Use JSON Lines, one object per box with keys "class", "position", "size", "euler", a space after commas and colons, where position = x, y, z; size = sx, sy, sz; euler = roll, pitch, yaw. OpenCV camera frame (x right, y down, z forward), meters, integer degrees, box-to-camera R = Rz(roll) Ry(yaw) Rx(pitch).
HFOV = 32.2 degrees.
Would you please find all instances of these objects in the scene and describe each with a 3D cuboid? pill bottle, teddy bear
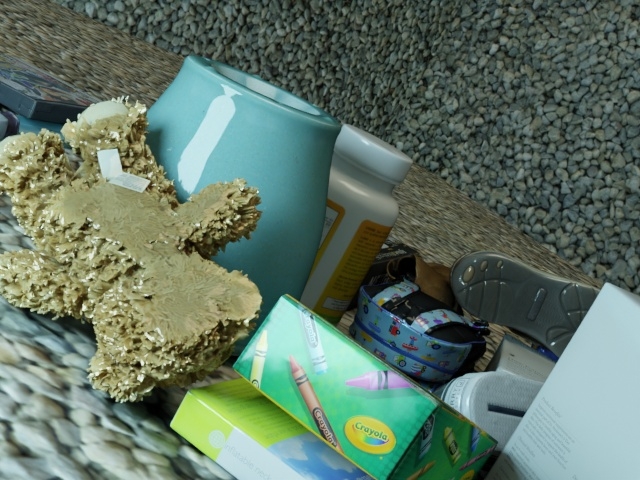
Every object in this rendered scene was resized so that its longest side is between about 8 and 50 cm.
{"class": "pill bottle", "position": [0.016, -0.018, 1.415], "size": [0.136, 0.245, 0.136], "euler": [28, 11, -6]}
{"class": "teddy bear", "position": [-0.180, 0.002, 1.011], "size": [0.338, 0.113, 0.245], "euler": [37, 55, 22]}

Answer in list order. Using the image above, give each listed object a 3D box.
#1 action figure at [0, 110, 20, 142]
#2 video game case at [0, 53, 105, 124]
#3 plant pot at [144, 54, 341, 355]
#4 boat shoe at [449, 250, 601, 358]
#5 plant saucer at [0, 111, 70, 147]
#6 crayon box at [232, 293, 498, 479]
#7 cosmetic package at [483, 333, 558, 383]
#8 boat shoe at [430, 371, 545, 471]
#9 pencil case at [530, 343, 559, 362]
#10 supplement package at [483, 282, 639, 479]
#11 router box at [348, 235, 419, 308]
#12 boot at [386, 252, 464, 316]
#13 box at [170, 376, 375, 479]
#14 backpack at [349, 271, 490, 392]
{"class": "action figure", "position": [-0.428, -0.117, 1.191], "size": [0.185, 0.099, 0.285], "euler": [37, 16, 4]}
{"class": "video game case", "position": [-0.467, -0.243, 1.741], "size": [0.248, 0.035, 0.275], "euler": [28, 10, 18]}
{"class": "plant pot", "position": [-0.108, -0.051, 1.202], "size": [0.272, 0.255, 0.271], "euler": [24, 11, -5]}
{"class": "boat shoe", "position": [0.330, 0.098, 1.599], "size": [0.324, 0.123, 0.116], "euler": [29, 3, -10]}
{"class": "plant saucer", "position": [-0.403, -0.157, 1.606], "size": [0.067, 0.018, 0.192], "euler": [33, 13, 22]}
{"class": "crayon box", "position": [0.051, 0.153, 1.002], "size": [0.165, 0.081, 0.278], "euler": [34, -3, 24]}
{"class": "cosmetic package", "position": [0.274, 0.204, 1.477], "size": [0.117, 0.085, 0.231], "euler": [29, 12, 6]}
{"class": "boat shoe", "position": [0.242, 0.212, 1.251], "size": [0.335, 0.121, 0.119], "euler": [24, -22, -33]}
{"class": "pencil case", "position": [0.449, 0.238, 1.669], "size": [0.306, 0.133, 0.119], "euler": [32, -30, 16]}
{"class": "supplement package", "position": [0.328, 0.221, 1.069], "size": [0.198, 0.262, 0.199], "euler": [22, 13, -28]}
{"class": "router box", "position": [0.000, 0.000, 1.717], "size": [0.243, 0.081, 0.309], "euler": [31, 12, 15]}
{"class": "boot", "position": [0.156, 0.060, 1.674], "size": [0.115, 0.112, 0.305], "euler": [62, 9, -7]}
{"class": "box", "position": [-0.027, 0.184, 0.938], "size": [0.178, 0.042, 0.109], "euler": [34, 12, 20]}
{"class": "backpack", "position": [0.108, 0.120, 1.357], "size": [0.158, 0.117, 0.173], "euler": [33, 12, 21]}
